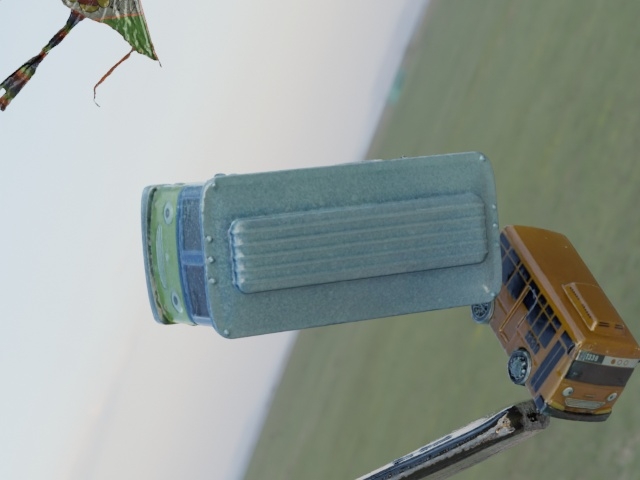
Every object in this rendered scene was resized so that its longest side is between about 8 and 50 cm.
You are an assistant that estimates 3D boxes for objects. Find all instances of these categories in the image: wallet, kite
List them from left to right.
[{"bbox_3d":[-0.254,-0.214,1.817,0.244,0.198,0.006,-60,8,-30],"label":"kite"},{"bbox_3d":[0.127,0.230,1.914,0.250,0.044,0.149,-28,-11,18],"label":"wallet"}]

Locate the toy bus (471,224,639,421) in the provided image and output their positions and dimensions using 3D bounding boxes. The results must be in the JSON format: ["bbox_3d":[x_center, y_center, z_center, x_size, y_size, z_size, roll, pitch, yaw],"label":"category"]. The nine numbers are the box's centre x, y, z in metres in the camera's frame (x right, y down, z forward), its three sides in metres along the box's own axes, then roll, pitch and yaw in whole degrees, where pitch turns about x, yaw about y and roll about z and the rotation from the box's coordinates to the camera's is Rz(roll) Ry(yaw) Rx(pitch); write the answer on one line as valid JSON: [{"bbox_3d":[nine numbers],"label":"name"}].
[{"bbox_3d":[0.242,0.083,1.853,0.114,0.098,0.201,-60,37,29],"label":"toy bus"}]

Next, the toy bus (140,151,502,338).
[{"bbox_3d":[0.000,0.000,1.746,0.190,0.312,0.152,4,99,63],"label":"toy bus"}]
